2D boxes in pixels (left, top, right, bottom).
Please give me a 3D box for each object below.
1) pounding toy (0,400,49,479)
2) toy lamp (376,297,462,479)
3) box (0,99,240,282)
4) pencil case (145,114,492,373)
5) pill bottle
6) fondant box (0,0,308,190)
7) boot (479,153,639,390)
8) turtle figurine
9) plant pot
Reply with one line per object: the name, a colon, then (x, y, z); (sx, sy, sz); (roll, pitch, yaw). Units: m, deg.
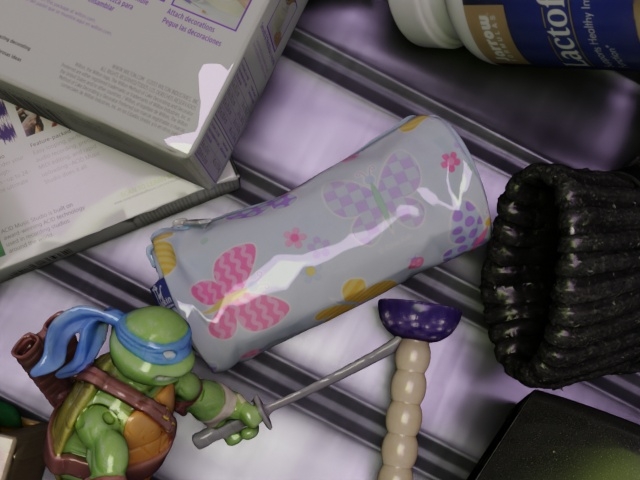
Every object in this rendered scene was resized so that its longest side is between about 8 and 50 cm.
pounding toy: (-0.306, 0.150, 0.632); (0.181, 0.206, 0.094); (15, 82, -2)
toy lamp: (0.059, 0.187, 0.720); (0.080, 0.080, 0.275); (8, 80, -3)
box: (-0.232, -0.152, 0.754); (0.232, 0.058, 0.322); (-22, 86, -7)
pencil case: (0.000, 0.000, 0.721); (0.273, 0.113, 0.124); (-24, 67, -6)
pill bottle: (0.189, -0.208, 0.683); (0.264, 0.153, 0.153); (12, 79, 41)
fondant box: (-0.121, -0.236, 0.677); (0.238, 0.096, 0.330); (24, 82, 10)
boot: (0.262, -0.057, 0.711); (0.260, 0.131, 0.348); (2, 83, -17)
turtle figurine: (-0.097, 0.185, 0.614); (0.274, 0.198, 0.266); (18, 122, -26)
plant pot: (0.191, 0.218, 0.681); (0.167, 0.187, 0.188); (33, 81, 14)
